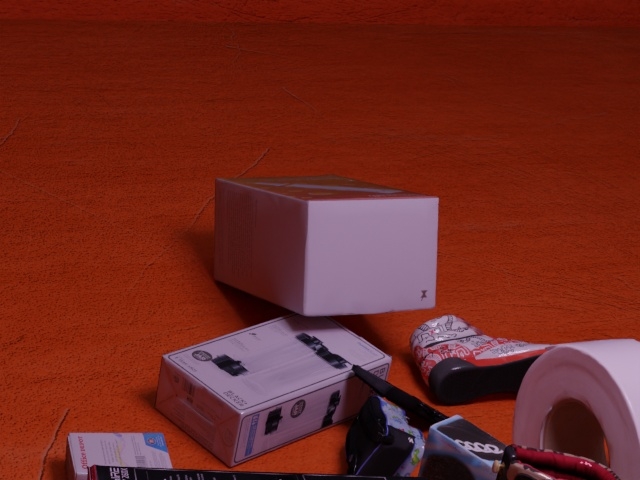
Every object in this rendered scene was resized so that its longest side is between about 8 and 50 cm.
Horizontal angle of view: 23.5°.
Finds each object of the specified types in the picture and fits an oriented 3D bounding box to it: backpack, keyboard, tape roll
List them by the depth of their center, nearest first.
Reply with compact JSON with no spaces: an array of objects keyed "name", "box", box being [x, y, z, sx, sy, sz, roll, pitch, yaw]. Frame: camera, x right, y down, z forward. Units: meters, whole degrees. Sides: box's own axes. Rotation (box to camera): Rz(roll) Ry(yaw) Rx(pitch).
[{"name":"tape roll","box":[0.356,0.265,1.920,0.100,0.286,0.286,-4,30,-25]},{"name":"backpack","box":[0.082,0.268,2.016,0.084,0.105,0.114,27,19,-19]},{"name":"keyboard","box":[0.121,0.222,2.109,0.108,0.023,0.180,28,-3,40]}]

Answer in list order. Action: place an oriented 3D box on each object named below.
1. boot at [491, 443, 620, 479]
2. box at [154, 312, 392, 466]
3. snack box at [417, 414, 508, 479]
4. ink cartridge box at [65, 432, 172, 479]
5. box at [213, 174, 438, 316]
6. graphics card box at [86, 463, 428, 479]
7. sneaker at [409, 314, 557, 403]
[{"name":"boot","box":[0.171,0.359,1.564,0.138,0.284,0.377,24,9,36]},{"name":"box","box":[-0.062,0.195,2.116,0.169,0.087,0.290,31,33,35]},{"name":"snack box","box":[0.245,0.363,1.793,0.322,0.187,0.060,30,32,34]},{"name":"ink cartridge box","box":[-0.252,0.282,1.908,0.123,0.052,0.088,4,27,-18]},{"name":"box","box":[0.000,0.000,2.313,0.215,0.168,0.345,-2,9,-26]},{"name":"graphics card box","box":[-0.071,0.360,1.625,0.371,0.232,0.094,5,23,-15]},{"name":"sneaker","box":[0.266,0.167,2.296,0.270,0.090,0.145,-3,32,-21]}]
